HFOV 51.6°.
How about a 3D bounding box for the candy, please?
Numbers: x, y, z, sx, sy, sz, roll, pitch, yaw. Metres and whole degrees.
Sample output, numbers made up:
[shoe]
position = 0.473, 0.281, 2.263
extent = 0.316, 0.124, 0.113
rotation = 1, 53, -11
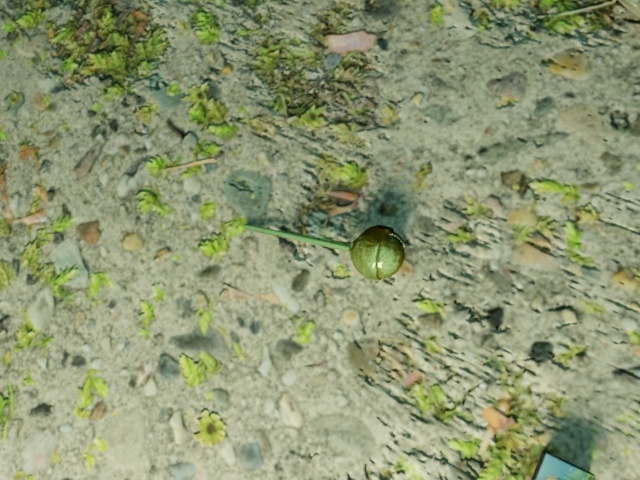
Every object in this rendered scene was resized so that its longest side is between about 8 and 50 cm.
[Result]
[candy]
position = 0.000, 0.000, 0.759
extent = 0.202, 0.061, 0.061
rotation = 12, 78, 24

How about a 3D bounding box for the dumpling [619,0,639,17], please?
[dumpling]
position = 0.409, -0.374, 0.689
extent = 0.204, 0.163, 0.293
rotation = 36, 94, -1

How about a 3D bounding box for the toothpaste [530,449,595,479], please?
[toothpaste]
position = 0.208, 0.305, 0.625
extent = 0.070, 0.044, 0.194
rotation = 23, 82, 18
